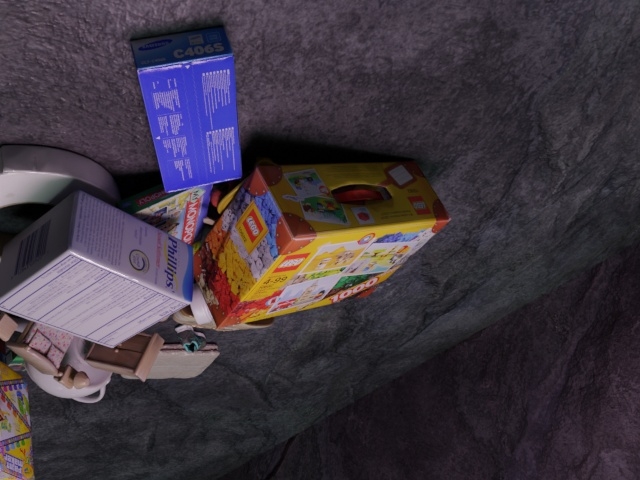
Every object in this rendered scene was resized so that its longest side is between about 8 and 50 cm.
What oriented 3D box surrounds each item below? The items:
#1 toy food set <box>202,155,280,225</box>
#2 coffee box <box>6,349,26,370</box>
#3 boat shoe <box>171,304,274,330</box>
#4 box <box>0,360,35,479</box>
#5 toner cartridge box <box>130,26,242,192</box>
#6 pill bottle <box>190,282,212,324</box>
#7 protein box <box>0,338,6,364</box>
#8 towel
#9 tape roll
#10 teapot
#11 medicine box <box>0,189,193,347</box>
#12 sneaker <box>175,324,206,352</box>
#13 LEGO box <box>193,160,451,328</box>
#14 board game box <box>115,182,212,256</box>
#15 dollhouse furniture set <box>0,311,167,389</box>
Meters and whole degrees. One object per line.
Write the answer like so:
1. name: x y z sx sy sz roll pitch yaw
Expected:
1. toy food set: -0.181 -0.121 1.483 0.218 0.071 0.128 -38 164 18
2. coffee box: -0.794 0.309 1.869 0.113 0.040 0.184 16 135 -45
3. boat shoe: -0.283 0.216 1.965 0.303 0.109 0.098 8 146 -31
4. box: -0.863 0.470 1.577 0.290 0.279 0.177 -17 150 -4
5. toner cartridge box: -0.242 -0.233 1.262 0.165 0.075 0.347 -14 150 -13
6. pill bottle: -0.215 0.137 1.819 0.272 0.152 0.152 -18 151 -4
7. protein box: -0.953 0.326 1.706 0.201 0.135 0.200 -25 150 9
8. towel: -0.488 0.394 2.193 0.282 0.049 0.187 9 139 -39
9. tape roll: -0.602 -0.042 1.368 0.393 0.072 0.392 -15 150 -9
10. teapot: -0.675 0.304 1.751 0.187 0.255 0.253 -18 167 23
11. medicine box: -0.450 0.070 1.350 0.264 0.149 0.289 -29 140 29
12. sneaker: -0.403 0.321 2.090 0.065 0.076 0.166 -23 151 7
13. LEGO box: 0.000 0.000 1.591 0.501 0.193 0.372 -8 151 -42
14. board game box: -0.359 -0.016 1.509 0.214 0.046 0.317 -28 158 -32
15. dollhouse furniture set: -0.530 0.176 1.565 0.174 0.303 0.355 6 147 24
